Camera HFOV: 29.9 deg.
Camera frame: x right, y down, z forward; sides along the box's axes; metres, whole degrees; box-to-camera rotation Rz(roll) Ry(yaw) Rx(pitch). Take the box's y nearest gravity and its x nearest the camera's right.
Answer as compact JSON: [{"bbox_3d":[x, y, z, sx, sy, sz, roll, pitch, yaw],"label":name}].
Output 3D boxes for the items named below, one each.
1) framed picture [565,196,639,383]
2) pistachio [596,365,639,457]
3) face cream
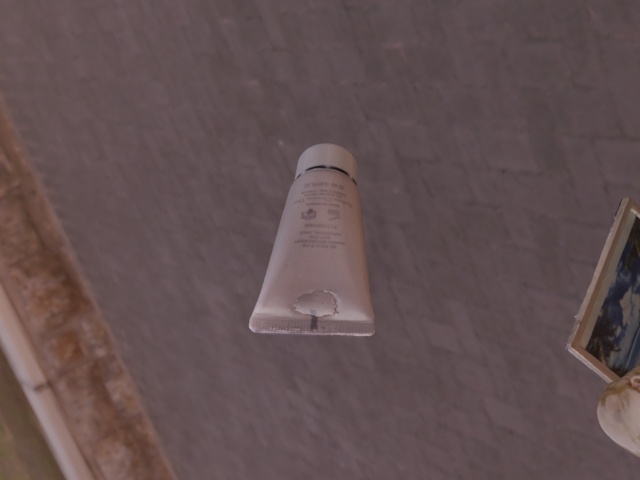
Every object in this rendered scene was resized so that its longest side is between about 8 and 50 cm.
[{"bbox_3d":[0.559,0.112,2.130,0.232,0.315,0.024,37,157,-27],"label":"framed picture"},{"bbox_3d":[0.378,0.202,1.326,0.149,0.113,0.113,45,154,27],"label":"pistachio"},{"bbox_3d":[0.000,0.000,1.453,0.314,0.143,0.089,-84,-4,-51],"label":"face cream"}]
